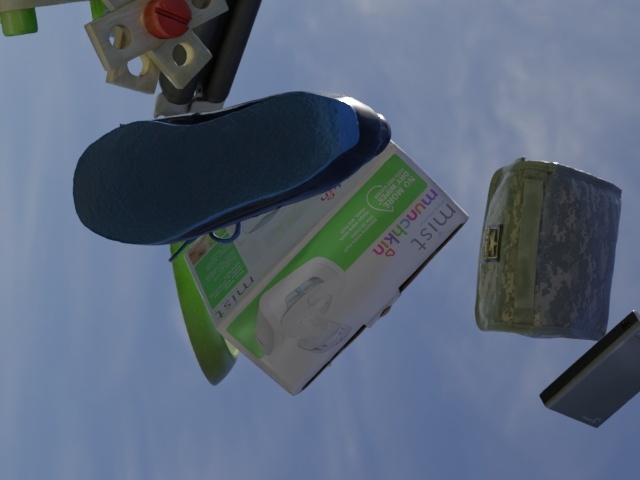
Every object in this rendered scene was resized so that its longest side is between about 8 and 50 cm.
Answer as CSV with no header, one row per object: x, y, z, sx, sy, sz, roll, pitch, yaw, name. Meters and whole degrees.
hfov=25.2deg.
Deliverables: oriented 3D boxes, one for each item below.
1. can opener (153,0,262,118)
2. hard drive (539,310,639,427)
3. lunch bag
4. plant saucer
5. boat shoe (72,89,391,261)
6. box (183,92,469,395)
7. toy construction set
-0.111,-0.144,1.393,0.095,0.076,0.283,63,-34,32,can opener
0.301,0.134,1.472,0.135,0.094,0.022,-46,-137,22,hard drive
0.309,0.018,1.988,0.168,0.287,0.235,6,-94,23,lunch bag
-0.143,0.065,1.837,0.241,0.037,0.241,-12,90,-85,plant saucer
-0.064,-0.041,1.003,0.258,0.089,0.109,-3,-91,38,boat shoe
0.000,0.000,1.532,0.262,0.127,0.231,-45,-158,5,box
-0.159,-0.217,1.091,0.327,0.215,0.151,29,-55,51,toy construction set
